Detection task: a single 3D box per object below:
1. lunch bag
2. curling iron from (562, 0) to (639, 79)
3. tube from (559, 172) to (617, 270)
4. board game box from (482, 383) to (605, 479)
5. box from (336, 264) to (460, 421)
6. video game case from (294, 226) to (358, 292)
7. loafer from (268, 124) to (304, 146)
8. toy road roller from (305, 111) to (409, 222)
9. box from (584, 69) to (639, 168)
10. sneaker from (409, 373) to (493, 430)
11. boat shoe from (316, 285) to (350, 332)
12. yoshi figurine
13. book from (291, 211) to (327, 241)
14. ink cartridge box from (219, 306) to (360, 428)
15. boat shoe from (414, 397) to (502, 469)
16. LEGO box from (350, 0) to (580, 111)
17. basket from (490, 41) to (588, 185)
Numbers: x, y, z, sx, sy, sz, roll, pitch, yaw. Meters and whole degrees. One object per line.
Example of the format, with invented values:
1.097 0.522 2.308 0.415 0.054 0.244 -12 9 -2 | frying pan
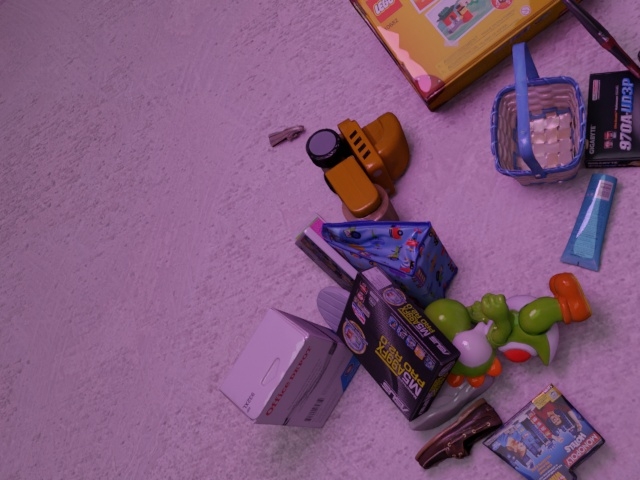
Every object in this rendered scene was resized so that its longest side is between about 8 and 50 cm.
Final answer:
0.141 0.051 1.470 0.293 0.221 0.138 9 65 33 | lunch bag
0.636 -0.447 1.362 0.274 0.035 0.068 42 105 10 | curling iron
0.593 -0.042 1.361 0.080 0.052 0.207 16 87 37 | tube
0.468 0.429 1.262 0.194 0.060 0.194 -44 59 9 | board game box
0.155 0.218 1.333 0.270 0.060 0.216 49 141 30 | box
0.026 0.054 1.520 0.201 0.183 0.023 43 77 -1 | video game case
-0.099 -0.308 1.843 0.125 0.045 0.039 -11 85 33 | loafer
0.135 -0.174 1.575 0.241 0.202 0.329 -31 59 5 | toy road roller
0.685 -0.270 1.381 0.175 0.051 0.220 2 74 29 | box
0.277 0.341 1.396 0.212 0.080 0.094 -37 54 3 | sneaker
0.122 0.202 1.514 0.302 0.094 0.109 31 116 32 | boat shoe
0.364 0.160 1.328 0.362 0.203 0.203 -28 30 12 | yoshi figurine
0.000 0.000 1.686 0.096 0.035 0.144 -47 58 4 | book
-0.055 0.304 1.448 0.129 0.307 0.223 32 90 33 | ink cartridge box
0.298 0.433 1.347 0.207 0.073 0.073 -44 56 10 | boat shoe
0.362 -0.622 1.525 0.500 0.193 0.372 -35 83 14 | LEGO box
0.469 -0.258 1.355 0.201 0.289 0.254 -6 74 33 | basket
